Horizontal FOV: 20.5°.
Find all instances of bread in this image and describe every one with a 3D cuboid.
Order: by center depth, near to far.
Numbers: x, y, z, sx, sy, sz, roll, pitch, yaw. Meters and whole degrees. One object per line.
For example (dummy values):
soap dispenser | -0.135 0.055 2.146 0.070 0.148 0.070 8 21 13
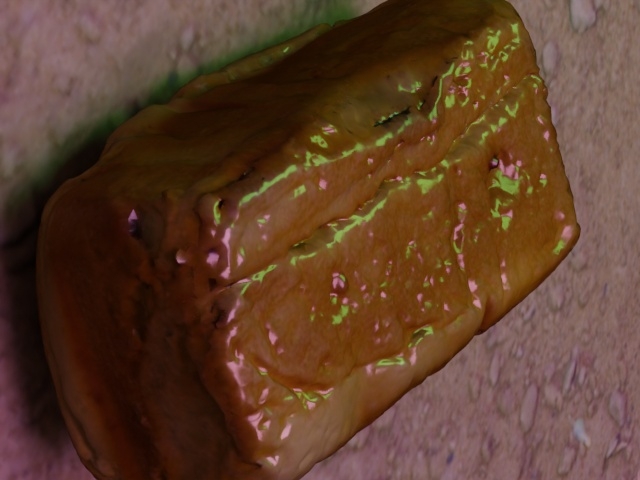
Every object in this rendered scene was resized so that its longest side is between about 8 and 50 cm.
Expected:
bread | 0.000 0.000 0.816 0.294 0.132 0.166 -34 125 -45
